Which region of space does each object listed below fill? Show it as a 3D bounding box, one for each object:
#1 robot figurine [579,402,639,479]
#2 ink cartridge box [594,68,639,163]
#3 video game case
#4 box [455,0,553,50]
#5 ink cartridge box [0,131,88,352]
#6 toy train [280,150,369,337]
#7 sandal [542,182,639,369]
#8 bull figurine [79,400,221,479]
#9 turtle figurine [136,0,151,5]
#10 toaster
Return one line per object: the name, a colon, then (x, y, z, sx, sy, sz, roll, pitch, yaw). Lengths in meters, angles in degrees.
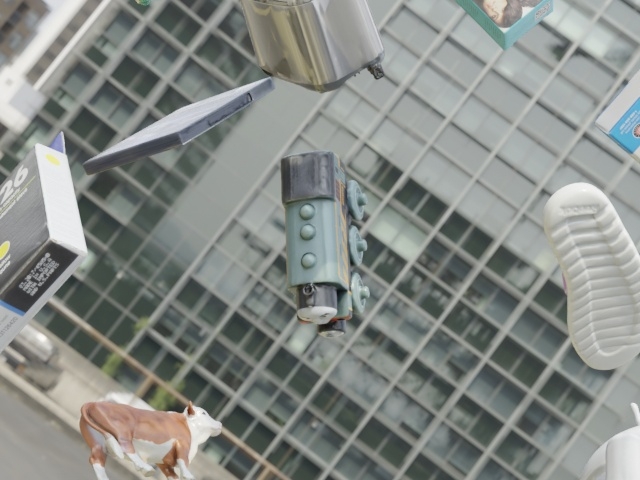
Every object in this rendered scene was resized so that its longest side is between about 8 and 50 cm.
robot figurine: (0.374, 0.337, 1.172, 0.300, 0.200, 0.353, 57, 28, -30)
ink cartridge box: (0.514, -0.150, 1.561, 0.203, 0.148, 0.086, 38, 11, -12)
video game case: (-0.215, -0.179, 1.723, 0.196, 0.274, 0.026, -13, -72, 33)
box: (0.241, -0.416, 1.719, 0.244, 0.100, 0.060, 50, -2, 19)
ink cartridge box: (-0.437, 0.025, 1.463, 0.072, 0.303, 0.307, 32, 19, -36)
toy train: (0.000, 0.000, 1.964, 0.142, 0.333, 0.190, -6, -18, 17)
sandal: (0.503, 0.056, 2.009, 0.102, 0.169, 0.416, -103, 173, -57)
bull figurine: (-0.303, 0.374, 2.036, 0.310, 0.101, 0.188, 17, 35, -42)
turtle figurine: (-0.296, -0.469, 1.747, 0.118, 0.175, 0.234, 15, 15, -2)
toaster: (-0.013, -0.289, 1.459, 0.227, 0.129, 0.146, 30, -32, 53)
